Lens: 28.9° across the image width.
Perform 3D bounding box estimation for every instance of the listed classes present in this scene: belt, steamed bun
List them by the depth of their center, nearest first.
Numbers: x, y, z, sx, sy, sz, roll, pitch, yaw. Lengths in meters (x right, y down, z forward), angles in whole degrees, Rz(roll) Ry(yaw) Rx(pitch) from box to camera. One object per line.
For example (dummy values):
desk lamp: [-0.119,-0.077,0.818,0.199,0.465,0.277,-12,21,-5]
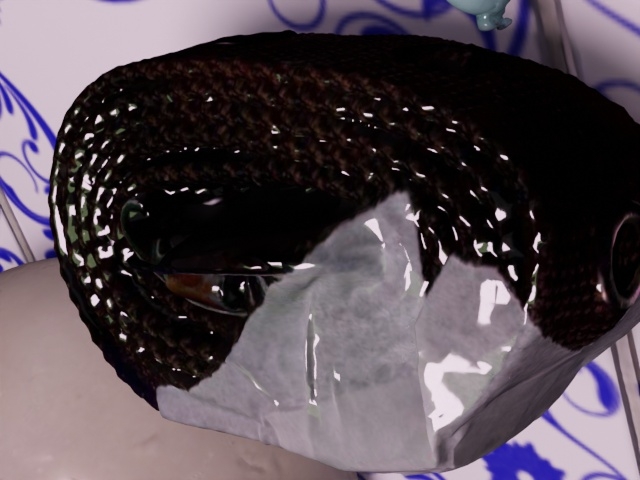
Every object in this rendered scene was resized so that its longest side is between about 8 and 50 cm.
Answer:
belt: [0.000,0.000,0.553,0.289,0.164,0.184,6,104,39]
steamed bun: [-0.158,0.201,0.856,0.374,0.241,0.374,25,134,28]

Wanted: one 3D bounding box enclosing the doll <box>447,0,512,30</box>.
doll: [0.033,-0.159,0.488,0.158,0.059,0.159,14,130,37]
